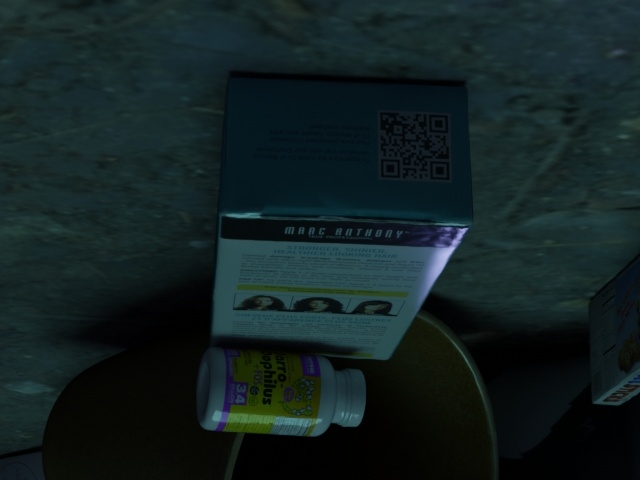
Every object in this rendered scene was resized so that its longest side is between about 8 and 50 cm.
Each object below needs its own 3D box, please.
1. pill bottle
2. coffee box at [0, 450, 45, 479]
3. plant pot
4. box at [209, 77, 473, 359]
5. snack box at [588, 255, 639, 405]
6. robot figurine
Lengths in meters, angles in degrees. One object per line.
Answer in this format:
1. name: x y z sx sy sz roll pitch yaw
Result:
1. pill bottle: -0.020 0.079 0.771 0.083 0.043 0.043 5 162 -16
2. coffee box: -0.136 0.387 1.472 0.337 0.338 0.334 15 158 -39
3. plant pot: -0.058 0.149 0.947 0.254 0.237 0.237 3 169 44
4. box: 0.000 0.000 0.693 0.100 0.060 0.244 2 163 -5
5. snack box: 0.182 0.043 0.820 0.022 0.064 0.178 4 162 -5
6. robot figurine: 0.183 0.161 1.031 0.278 0.174 0.209 -14 155 38
